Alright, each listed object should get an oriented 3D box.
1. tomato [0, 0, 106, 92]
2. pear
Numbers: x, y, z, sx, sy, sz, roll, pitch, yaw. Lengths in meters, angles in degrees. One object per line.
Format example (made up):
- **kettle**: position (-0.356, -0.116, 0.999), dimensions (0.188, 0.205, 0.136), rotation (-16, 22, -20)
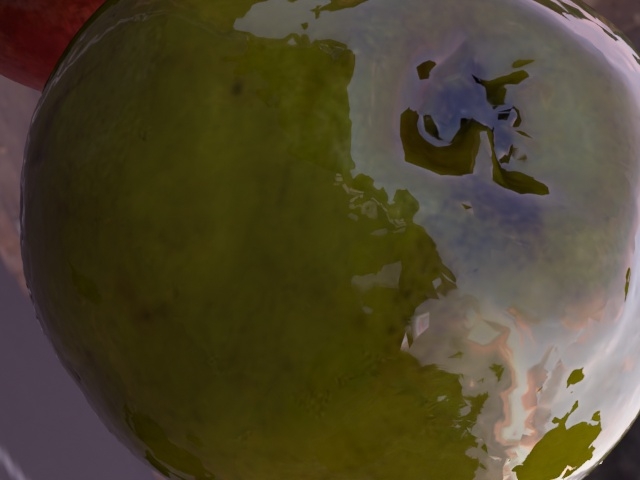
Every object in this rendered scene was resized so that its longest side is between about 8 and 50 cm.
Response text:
- **tomato**: position (-0.140, -0.208, 1.056), dimensions (0.265, 0.265, 0.265), rotation (-24, 90, -89)
- **pear**: position (0.000, 0.000, 0.764), dimensions (0.287, 0.287, 0.375), rotation (66, -21, 3)
